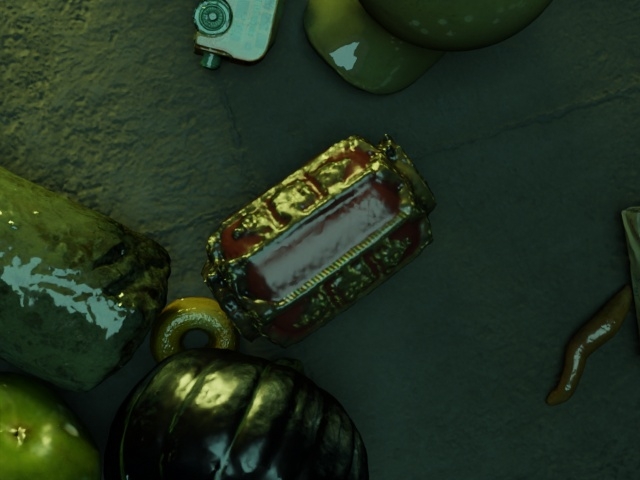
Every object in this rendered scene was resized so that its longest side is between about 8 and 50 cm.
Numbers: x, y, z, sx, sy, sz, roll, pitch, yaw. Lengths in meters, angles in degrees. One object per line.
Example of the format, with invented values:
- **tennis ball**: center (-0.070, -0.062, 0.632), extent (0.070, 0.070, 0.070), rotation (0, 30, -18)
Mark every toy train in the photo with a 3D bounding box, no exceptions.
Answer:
- **toy train**: center (-0.093, -0.286, 1.202), extent (0.099, 0.072, 0.188), rotation (12, 91, -11)

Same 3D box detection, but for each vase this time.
- **vase**: center (0.151, -0.338, 1.138), extent (0.241, 0.302, 0.329), rotation (41, 71, -5)

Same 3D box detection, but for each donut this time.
- **donut**: center (-0.150, 0.116, 1.227), extent (0.108, 0.043, 0.097), rotation (-14, 94, -8)

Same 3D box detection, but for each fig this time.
- **fig**: center (-0.386, 0.286, 1.094), extent (0.233, 0.233, 0.314), rotation (40, 99, -5)

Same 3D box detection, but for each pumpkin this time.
- **pumpkin**: center (-0.076, 0.223, 1.133), extent (0.296, 0.296, 0.295), rotation (0, 92, -5)

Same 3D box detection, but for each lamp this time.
- **lamp**: center (0.000, 0.000, 1.176), extent (0.274, 0.177, 0.177), rotation (-36, 94, -4)

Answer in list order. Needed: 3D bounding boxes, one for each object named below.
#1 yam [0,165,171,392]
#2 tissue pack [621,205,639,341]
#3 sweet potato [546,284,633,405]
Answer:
- **yam**: center (-0.321, 0.038, 1.138), extent (0.300, 0.195, 0.195), rotation (26, 90, -5)
- **tissue pack**: center (0.453, 0.046, 1.244), extent (0.148, 0.092, 0.196), rotation (-9, 95, -12)
- **sweet potato**: center (0.329, 0.127, 1.268), extent (0.044, 0.044, 0.179), rotation (36, 88, -5)
